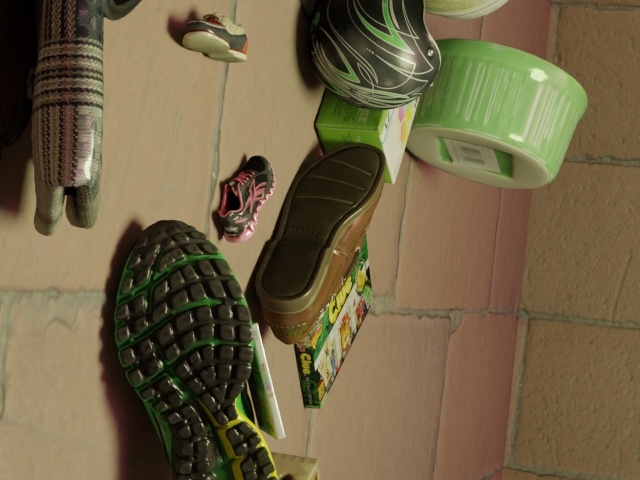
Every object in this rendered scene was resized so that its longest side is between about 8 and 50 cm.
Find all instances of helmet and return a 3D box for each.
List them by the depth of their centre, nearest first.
[{"bbox_3d":[0.070,-0.252,1.660,0.169,0.169,0.162,49,28,-64],"label":"helmet"}]

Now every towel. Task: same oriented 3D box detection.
[{"bbox_3d":[-0.188,-0.168,0.936,0.324,0.056,0.312,149,-59,-79],"label":"towel"}]

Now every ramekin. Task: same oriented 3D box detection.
[{"bbox_3d":[0.278,-0.201,2.100,0.303,0.303,0.148,46,60,-65],"label":"ramekin"}]

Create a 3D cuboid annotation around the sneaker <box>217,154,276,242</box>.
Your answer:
[{"bbox_3d":[-0.090,-0.058,1.470,0.057,0.047,0.119,56,41,-45],"label":"sneaker"}]

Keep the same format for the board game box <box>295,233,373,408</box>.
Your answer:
[{"bbox_3d":[0.023,0.112,1.854,0.260,0.030,0.136,-61,148,-49],"label":"board game box"}]

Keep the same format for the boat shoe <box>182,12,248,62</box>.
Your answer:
[{"bbox_3d":[-0.111,-0.221,1.347,0.137,0.049,0.043,5,88,-73],"label":"boat shoe"}]

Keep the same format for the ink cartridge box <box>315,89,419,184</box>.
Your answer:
[{"bbox_3d":[0.087,-0.159,1.853,0.255,0.097,0.189,67,34,-53],"label":"ink cartridge box"}]

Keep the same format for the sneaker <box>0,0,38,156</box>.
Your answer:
[{"bbox_3d":[-0.263,-0.107,0.870,0.281,0.106,0.163,-55,148,-56],"label":"sneaker"}]

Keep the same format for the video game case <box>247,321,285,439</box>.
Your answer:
[{"bbox_3d":[-0.065,0.144,1.327,0.087,0.011,0.122,178,-103,-75],"label":"video game case"}]

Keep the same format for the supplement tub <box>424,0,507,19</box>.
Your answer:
[{"bbox_3d":[0.178,-0.462,1.819,0.325,0.235,0.235,23,74,-70],"label":"supplement tub"}]

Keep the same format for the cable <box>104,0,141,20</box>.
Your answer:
[{"bbox_3d":[-0.156,-0.297,1.231,0.287,0.072,0.139,-55,164,-33],"label":"cable"}]

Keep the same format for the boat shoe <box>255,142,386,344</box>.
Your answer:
[{"bbox_3d":[0.000,0.000,1.659,0.307,0.110,0.104,-57,152,-35],"label":"boat shoe"}]

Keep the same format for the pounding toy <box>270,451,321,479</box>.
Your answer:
[{"bbox_3d":[-0.055,0.411,1.615,0.181,0.094,0.206,-56,145,-54],"label":"pounding toy"}]

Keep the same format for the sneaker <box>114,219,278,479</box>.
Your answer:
[{"bbox_3d":[-0.138,0.141,1.309,0.146,0.134,0.344,-135,-146,-67],"label":"sneaker"}]
